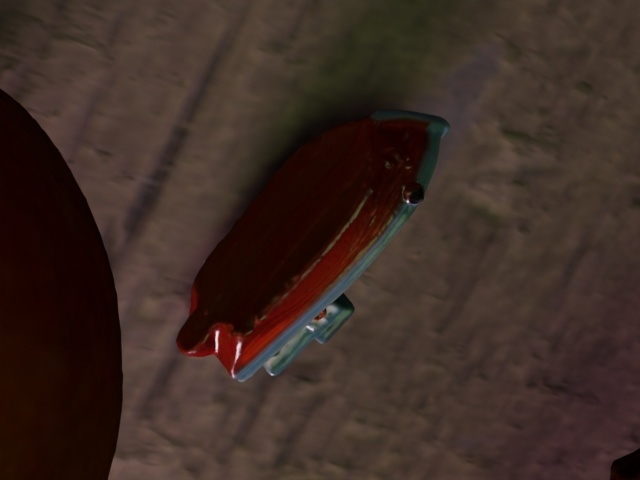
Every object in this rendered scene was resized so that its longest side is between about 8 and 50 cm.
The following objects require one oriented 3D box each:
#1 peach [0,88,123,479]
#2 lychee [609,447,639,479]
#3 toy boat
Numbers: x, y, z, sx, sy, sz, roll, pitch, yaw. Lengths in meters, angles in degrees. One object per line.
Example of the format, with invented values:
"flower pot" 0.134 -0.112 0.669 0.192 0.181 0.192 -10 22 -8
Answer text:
"peach" -0.238 0.052 0.397 0.332 0.308 0.308 -11 116 -25
"lychee" 0.325 0.263 0.631 0.424 0.425 0.500 7 129 -22
"toy boat" 0.000 0.000 0.590 0.173 0.069 0.059 -50 140 8
